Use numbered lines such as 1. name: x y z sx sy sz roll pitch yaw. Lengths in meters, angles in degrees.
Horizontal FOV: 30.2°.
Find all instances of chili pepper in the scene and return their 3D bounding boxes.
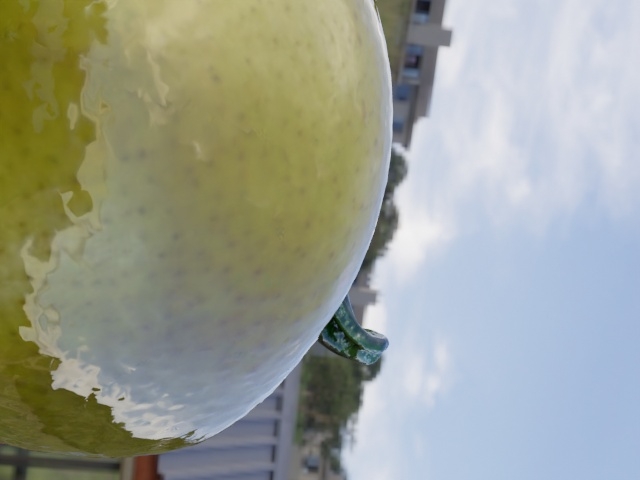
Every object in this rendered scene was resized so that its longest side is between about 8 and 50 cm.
1. chili pepper: -0.001 0.002 0.830 0.073 0.050 0.182 12 61 -78

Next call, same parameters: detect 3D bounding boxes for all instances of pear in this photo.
1. pear: -0.137 -0.083 0.641 0.362 0.362 0.418 -106 -171 -69
